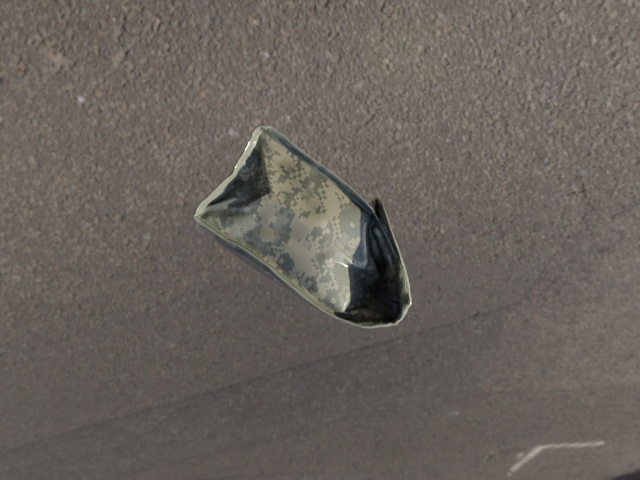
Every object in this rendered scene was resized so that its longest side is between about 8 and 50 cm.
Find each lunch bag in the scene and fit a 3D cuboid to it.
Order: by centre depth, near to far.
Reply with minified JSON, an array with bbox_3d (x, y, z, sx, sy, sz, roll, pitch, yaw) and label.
[{"bbox_3d":[0.000,0.000,0.861,0.287,0.169,0.235,37,178,0],"label":"lunch bag"}]
